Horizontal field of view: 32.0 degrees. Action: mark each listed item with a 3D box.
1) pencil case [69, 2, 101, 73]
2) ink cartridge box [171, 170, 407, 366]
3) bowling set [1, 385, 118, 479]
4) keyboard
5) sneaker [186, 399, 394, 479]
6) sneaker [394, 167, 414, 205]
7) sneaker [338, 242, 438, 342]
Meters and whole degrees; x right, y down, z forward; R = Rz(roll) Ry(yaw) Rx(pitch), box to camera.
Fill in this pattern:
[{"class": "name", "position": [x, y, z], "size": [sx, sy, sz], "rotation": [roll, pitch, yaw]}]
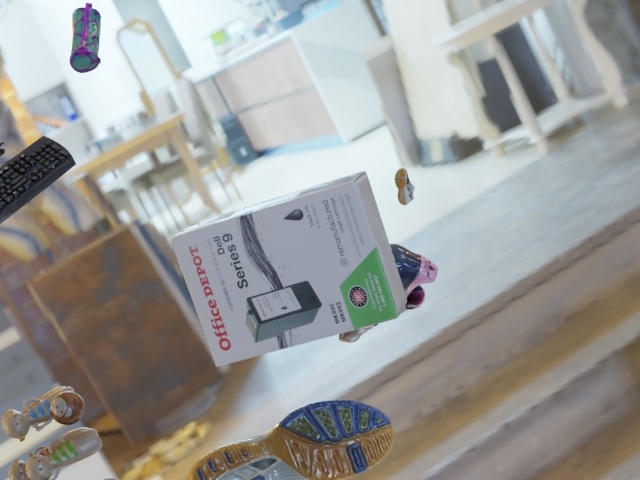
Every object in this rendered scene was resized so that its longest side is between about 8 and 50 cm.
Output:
[{"class": "pencil case", "position": [-0.492, -0.424, 2.339], "size": [0.064, 0.152, 0.070], "rotation": [2, -39, -12]}, {"class": "ink cartridge box", "position": [-0.044, 0.044, 1.635], "size": [0.289, 0.211, 0.121], "rotation": [-17, 8, 14]}, {"class": "bowling set", "position": [-0.452, 0.322, 1.818], "size": [0.154, 0.200, 0.287], "rotation": [-26, 51, -19]}, {"class": "keyboard", "position": [-0.628, -0.099, 2.093], "size": [0.201, 0.033, 0.317], "rotation": [25, 55, 33]}, {"class": "sneaker", "position": [-0.044, 0.299, 1.559], "size": [0.296, 0.112, 0.131], "rotation": [-15, -12, -5]}, {"class": "sneaker", "position": [0.176, -0.115, 2.305], "size": [0.037, 0.083, 0.032], "rotation": [-28, 36, -34]}, {"class": "sneaker", "position": [0.119, 0.116, 2.068], "size": [0.319, 0.131, 0.112], "rotation": [114, 171, -60]}]
